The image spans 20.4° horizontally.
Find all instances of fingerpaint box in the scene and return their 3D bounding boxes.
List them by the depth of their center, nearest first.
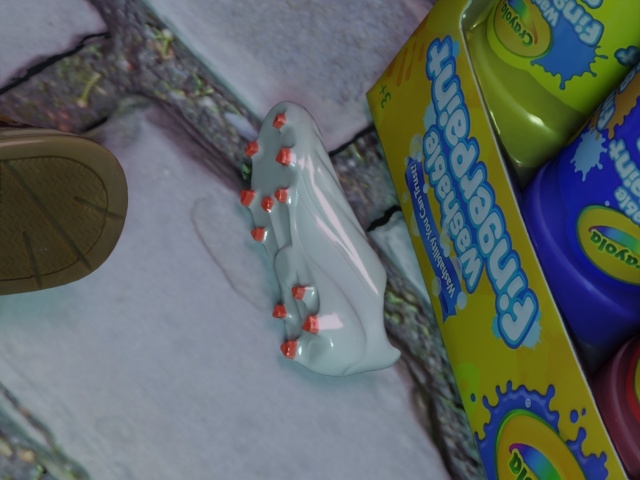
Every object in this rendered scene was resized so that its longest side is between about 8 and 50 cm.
[{"bbox_3d":[0.225,-0.035,1.087,0.163,0.371,0.445,8,49,-30],"label":"fingerpaint box"}]

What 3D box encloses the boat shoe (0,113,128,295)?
[{"bbox_3d":[-0.281,-0.033,0.964,0.342,0.123,0.123,-4,25,-29],"label":"boat shoe"}]

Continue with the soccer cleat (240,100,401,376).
[{"bbox_3d":[0.000,0.000,1.142,0.076,0.068,0.196,9,55,-33],"label":"soccer cleat"}]
